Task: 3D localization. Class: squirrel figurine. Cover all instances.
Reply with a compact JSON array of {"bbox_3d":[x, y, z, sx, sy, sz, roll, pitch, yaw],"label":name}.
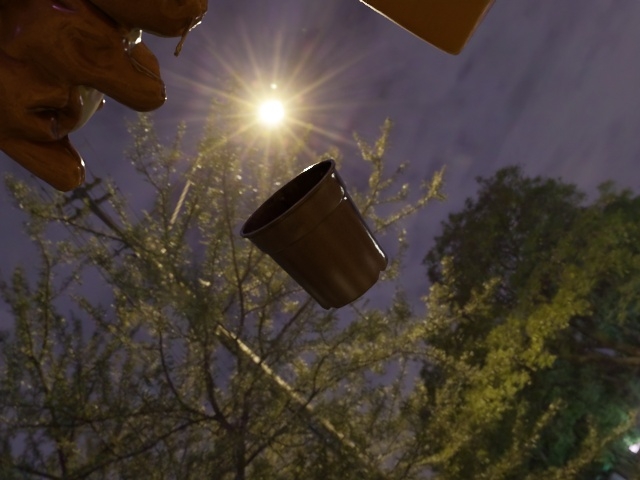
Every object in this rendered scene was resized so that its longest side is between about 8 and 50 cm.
[{"bbox_3d":[-0.370,-0.347,0.751,0.370,0.281,0.397,-36,-58,22],"label":"squirrel figurine"}]

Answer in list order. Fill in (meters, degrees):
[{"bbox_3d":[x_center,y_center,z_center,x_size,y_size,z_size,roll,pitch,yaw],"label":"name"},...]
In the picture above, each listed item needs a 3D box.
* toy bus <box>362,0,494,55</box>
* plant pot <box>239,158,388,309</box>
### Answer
[{"bbox_3d":[0.113,-0.257,0.291,0.130,0.108,0.332,-54,-4,-25],"label":"toy bus"},{"bbox_3d":[0.000,0.000,0.761,0.167,0.167,0.165,-44,-73,-19],"label":"plant pot"}]
